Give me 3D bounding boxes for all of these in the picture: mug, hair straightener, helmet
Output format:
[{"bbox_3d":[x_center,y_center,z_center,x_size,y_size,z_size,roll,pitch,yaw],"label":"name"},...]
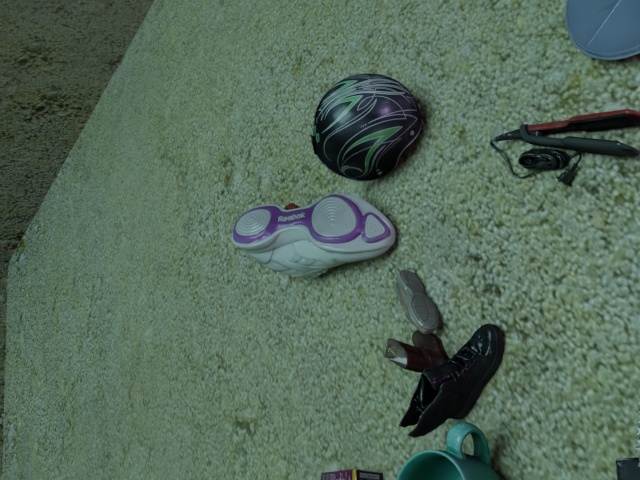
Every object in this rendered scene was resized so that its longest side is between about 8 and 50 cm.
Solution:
[{"bbox_3d":[0.174,0.319,0.903,0.158,0.097,0.129,-53,39,25],"label":"mug"},{"bbox_3d":[0.306,-0.117,0.951,0.230,0.047,0.089,8,82,55],"label":"hair straightener"},{"bbox_3d":[0.076,-0.195,1.213,0.161,0.169,0.169,120,147,-46],"label":"helmet"}]

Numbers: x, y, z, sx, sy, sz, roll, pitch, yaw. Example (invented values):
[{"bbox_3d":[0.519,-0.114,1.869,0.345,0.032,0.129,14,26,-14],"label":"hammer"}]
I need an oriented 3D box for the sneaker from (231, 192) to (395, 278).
[{"bbox_3d":[0.000,0.000,1.278,0.305,0.152,0.114,1,56,32],"label":"sneaker"}]

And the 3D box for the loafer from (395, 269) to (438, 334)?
[{"bbox_3d":[0.141,0.097,1.096,0.125,0.045,0.039,-108,31,-48],"label":"loafer"}]

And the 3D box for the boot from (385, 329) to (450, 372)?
[{"bbox_3d":[0.125,0.150,1.025,0.037,0.114,0.106,-62,37,15],"label":"boot"}]

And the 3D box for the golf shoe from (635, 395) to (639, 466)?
[{"bbox_3d":[0.364,0.148,0.701,0.086,0.069,0.176,17,61,43],"label":"golf shoe"}]

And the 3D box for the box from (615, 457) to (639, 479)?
[{"bbox_3d":[0.405,0.331,0.605,0.293,0.073,0.296,-22,59,49],"label":"box"}]

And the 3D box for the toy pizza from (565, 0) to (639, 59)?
[{"bbox_3d":[0.400,-0.319,0.922,0.201,0.032,0.201,-28,54,46],"label":"toy pizza"}]

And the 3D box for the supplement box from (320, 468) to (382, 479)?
[{"bbox_3d":[0.046,0.367,1.094,0.083,0.055,0.043,-25,55,46],"label":"supplement box"}]

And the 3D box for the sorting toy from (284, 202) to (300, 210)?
[{"bbox_3d":[-0.032,-0.034,1.389,0.102,0.042,0.061,57,138,34],"label":"sorting toy"}]

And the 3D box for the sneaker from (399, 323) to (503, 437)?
[{"bbox_3d":[0.173,0.183,0.969,0.051,0.089,0.170,37,107,53],"label":"sneaker"}]
